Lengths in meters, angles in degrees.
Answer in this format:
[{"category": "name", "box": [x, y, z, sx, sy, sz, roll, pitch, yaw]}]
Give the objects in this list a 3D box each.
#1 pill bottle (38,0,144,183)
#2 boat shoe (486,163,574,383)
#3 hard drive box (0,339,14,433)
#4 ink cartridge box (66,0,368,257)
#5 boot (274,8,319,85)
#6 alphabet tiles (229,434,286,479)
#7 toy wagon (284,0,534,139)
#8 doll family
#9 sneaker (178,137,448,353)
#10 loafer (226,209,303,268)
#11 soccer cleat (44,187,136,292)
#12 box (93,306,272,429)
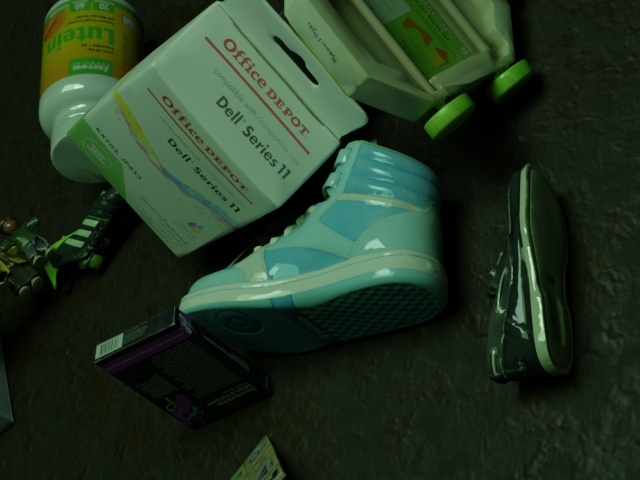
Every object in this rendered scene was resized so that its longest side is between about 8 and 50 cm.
[{"category": "pill bottle", "box": [-0.300, -0.199, 2.285, 0.136, 0.136, 0.245, -29, 45, 26]}, {"category": "boat shoe", "box": [0.193, 0.029, 1.675, 0.079, 0.084, 0.233, -20, 52, 33]}, {"category": "hard drive box", "box": [-0.498, 0.184, 2.228, 0.181, 0.089, 0.232, -38, 41, 17]}, {"category": "ink cartridge box", "box": [-0.120, -0.122, 1.895, 0.119, 0.207, 0.353, -47, 10, -28]}, {"category": "boot", "box": [0.000, -0.240, 2.012, 0.115, 0.112, 0.305, -24, 19, 46]}, {"category": "alphabet tiles", "box": [-0.101, 0.299, 1.730, 0.198, 0.009, 0.237, -51, 11, 1]}, {"category": "toy wagon", "box": [0.113, -0.253, 1.846, 0.344, 0.267, 0.068, -31, -9, -46]}, {"category": "doll family", "box": [-0.423, 0.045, 2.191, 0.193, 0.076, 0.111, -37, 56, -26]}, {"category": "sneaker", "box": [0.000, 0.000, 1.857, 0.319, 0.127, 0.208, -10, 57, 28]}, {"category": "loafer", "box": [-0.067, 0.014, 1.974, 0.125, 0.039, 0.045, -51, 38, 2]}, {"category": "soccer cleat", "box": [-0.279, -0.004, 2.187, 0.179, 0.060, 0.072, -42, 49, 23]}, {"category": "box", "box": [-0.146, 0.139, 1.861, 0.116, 0.162, 0.029, -26, 42, 28]}]
